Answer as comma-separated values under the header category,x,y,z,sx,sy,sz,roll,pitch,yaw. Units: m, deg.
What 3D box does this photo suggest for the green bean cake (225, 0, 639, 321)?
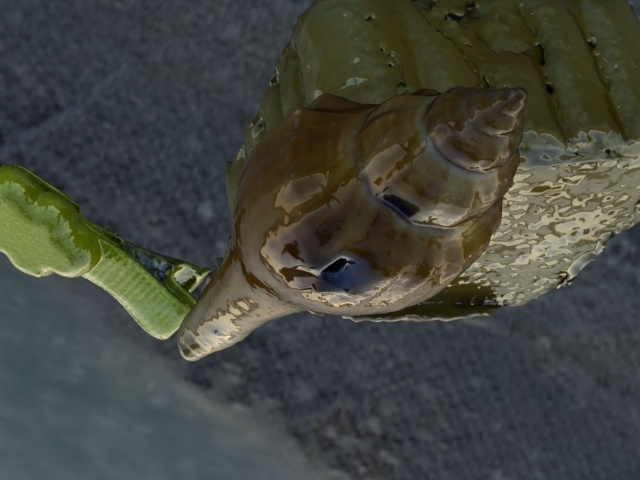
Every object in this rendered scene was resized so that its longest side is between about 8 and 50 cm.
category,x,y,z,sx,sy,sz,roll,pitch,yaw
green bean cake,0.071,-0.048,0.960,0.224,0.131,0.230,-1,153,-22

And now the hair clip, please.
category,x,y,z,sx,sy,sz,roll,pitch,yaw
hair clip,-0.160,0.005,1.073,0.173,0.046,0.072,32,131,-18

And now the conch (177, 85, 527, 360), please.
category,x,y,z,sx,sy,sz,roll,pitch,yaw
conch,-0.001,0.004,0.826,0.109,0.093,0.330,36,137,-16
